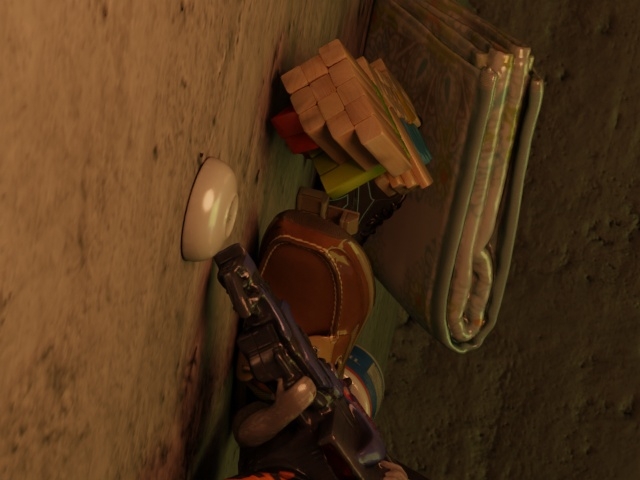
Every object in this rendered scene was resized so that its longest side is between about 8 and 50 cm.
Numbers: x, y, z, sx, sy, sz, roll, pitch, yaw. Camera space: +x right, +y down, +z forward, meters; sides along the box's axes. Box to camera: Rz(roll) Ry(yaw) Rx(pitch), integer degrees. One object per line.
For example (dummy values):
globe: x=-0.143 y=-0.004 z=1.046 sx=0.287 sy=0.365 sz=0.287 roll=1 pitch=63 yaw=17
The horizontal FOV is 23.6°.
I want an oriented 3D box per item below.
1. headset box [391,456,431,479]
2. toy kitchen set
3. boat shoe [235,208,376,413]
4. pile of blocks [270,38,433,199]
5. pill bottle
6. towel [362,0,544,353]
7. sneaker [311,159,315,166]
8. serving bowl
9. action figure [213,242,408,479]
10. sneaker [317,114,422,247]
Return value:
headset box: x=0.020 y=0.326 z=1.439 sx=0.283 sy=0.246 sz=0.131 roll=-37 pitch=147 yaw=-44
toy kitchen set: x=0.000 y=0.000 z=1.674 sx=0.083 sy=0.068 sz=0.075 roll=95 pitch=12 yaw=-49
boat shoe: x=-0.024 y=0.107 z=1.511 sx=0.324 sy=0.123 sz=0.120 roll=95 pitch=17 yaw=-51
pile of blocks: x=0.029 y=-0.094 z=1.484 sx=0.149 sy=0.113 sz=0.362 roll=62 pitch=11 yaw=2
pill bottle: x=0.015 y=0.192 z=1.930 sx=0.221 sy=0.124 sz=0.124 roll=-38 pitch=141 yaw=-80
towel: x=0.135 y=-0.099 z=1.833 sx=0.320 sy=0.090 sz=0.374 roll=-131 pitch=-134 yaw=-55
sneaker: x=0.023 y=-0.128 z=1.690 sx=0.144 sy=0.053 sz=0.059 roll=-55 pitch=159 yaw=-47
serving bowl: x=-0.081 y=-0.022 z=1.184 sx=0.083 sy=0.027 sz=0.083 roll=13 pitch=90 yaw=-83
action figure: x=-0.060 y=0.189 z=1.313 sx=0.341 sy=0.178 sz=0.330 roll=60 pitch=29 yaw=-12
sneaker: x=0.041 y=-0.041 z=1.776 sx=0.101 sy=0.106 sz=0.267 roll=-53 pitch=157 yaw=-75
